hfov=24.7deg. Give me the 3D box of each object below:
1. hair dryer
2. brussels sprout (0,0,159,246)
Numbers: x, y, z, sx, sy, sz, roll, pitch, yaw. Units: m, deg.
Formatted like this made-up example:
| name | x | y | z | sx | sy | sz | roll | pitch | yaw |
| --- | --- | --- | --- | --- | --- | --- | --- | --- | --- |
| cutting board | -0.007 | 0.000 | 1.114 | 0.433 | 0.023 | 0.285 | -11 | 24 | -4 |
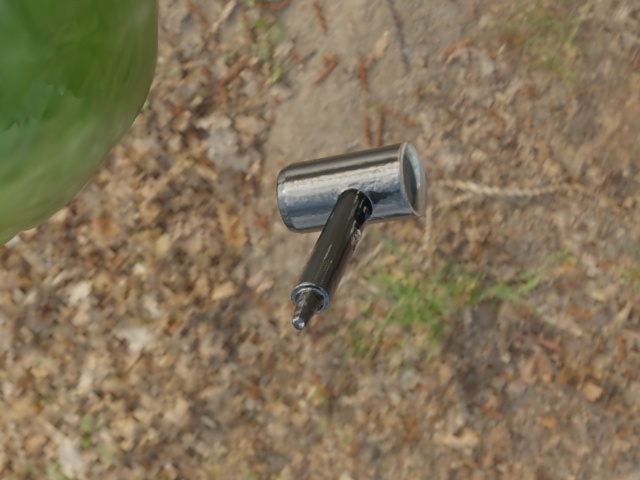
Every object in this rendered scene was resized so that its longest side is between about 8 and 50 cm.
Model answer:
| name | x | y | z | sx | sy | sz | roll | pitch | yaw |
| --- | --- | --- | --- | --- | --- | --- | --- | --- | --- |
| hair dryer | 0.000 | 0.000 | 1.250 | 0.128 | 0.255 | 0.070 | -7 | 118 | 24 |
| brussels sprout | -0.173 | -0.082 | 0.526 | 0.244 | 0.244 | 0.244 | 13 | 126 | 18 |
